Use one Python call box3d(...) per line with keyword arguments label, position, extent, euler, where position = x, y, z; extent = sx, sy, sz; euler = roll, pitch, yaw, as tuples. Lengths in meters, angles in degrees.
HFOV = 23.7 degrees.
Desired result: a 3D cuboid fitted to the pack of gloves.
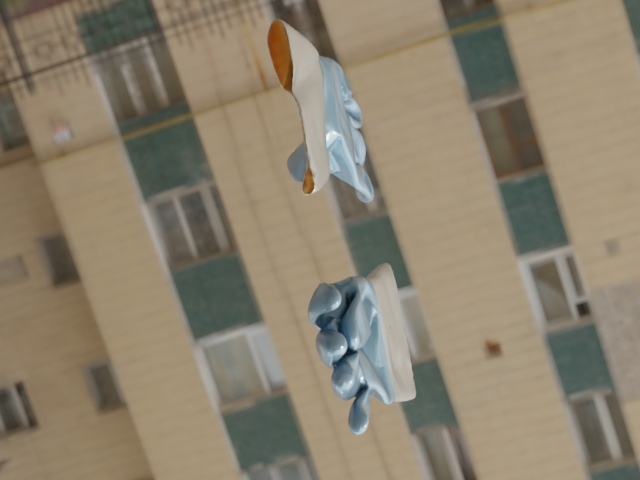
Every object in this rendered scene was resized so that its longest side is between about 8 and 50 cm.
box3d(label="pack of gloves", position=(0.000, 0.000, 0.796), extent=(0.046, 0.195, 0.232), euler=(-10, 178, 10))
